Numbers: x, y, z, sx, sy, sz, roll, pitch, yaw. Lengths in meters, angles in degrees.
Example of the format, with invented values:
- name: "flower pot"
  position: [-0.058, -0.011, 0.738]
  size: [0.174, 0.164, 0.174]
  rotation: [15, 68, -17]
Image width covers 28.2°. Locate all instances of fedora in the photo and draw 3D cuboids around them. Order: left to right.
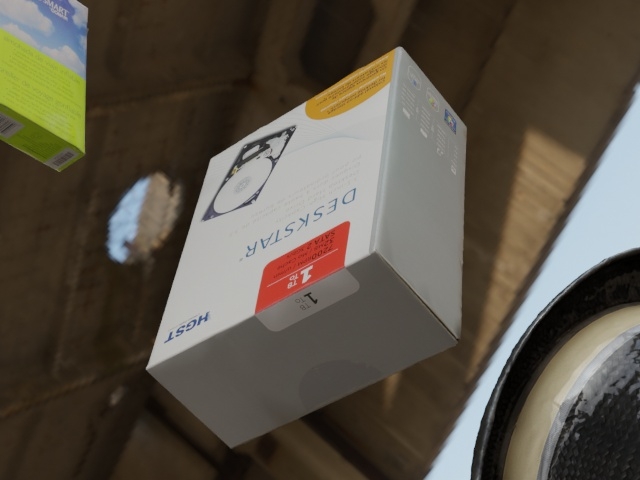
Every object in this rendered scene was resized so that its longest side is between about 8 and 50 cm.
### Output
- name: "fedora"
  position: [0.255, 0.159, 0.818]
  size: [0.334, 0.152, 0.334]
  rotation: [-6, -80, -38]

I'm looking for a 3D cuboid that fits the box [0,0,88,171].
- name: "box"
  position: [-0.260, -0.161, 1.140]
  size: [0.042, 0.178, 0.109]
  rotation: [-29, -41, 29]

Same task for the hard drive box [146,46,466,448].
- name: "hard drive box"
  position: [0.000, 0.000, 0.852]
  size: [0.181, 0.089, 0.232]
  rotation: [-29, 30, 26]
